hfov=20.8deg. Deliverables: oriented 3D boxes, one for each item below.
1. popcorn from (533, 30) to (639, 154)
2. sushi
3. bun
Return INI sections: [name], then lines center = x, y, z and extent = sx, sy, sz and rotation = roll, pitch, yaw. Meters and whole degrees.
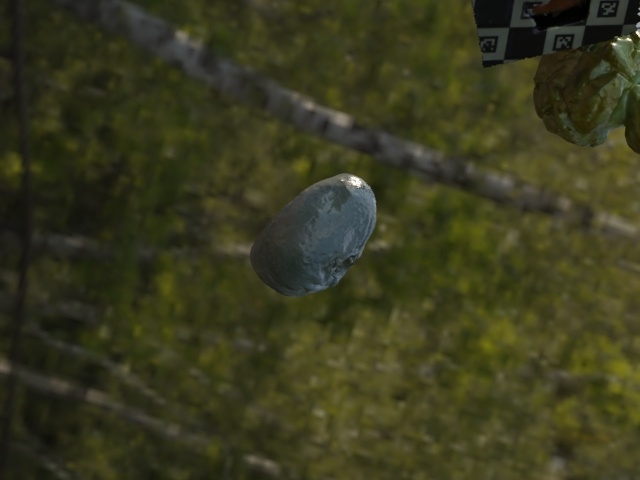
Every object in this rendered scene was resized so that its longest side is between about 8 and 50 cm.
[popcorn]
center = 0.396, -0.204, 2.433
extent = 0.198, 0.212, 0.198
rotation = -49, 164, -20
[sushi]
center = 0.239, -0.317, 1.814
extent = 0.043, 0.193, 0.279
rotation = -102, 177, -47
[bun]
center = 0.000, 0.000, 1.658
extent = 0.141, 0.083, 0.141
rotation = -43, 173, -6
